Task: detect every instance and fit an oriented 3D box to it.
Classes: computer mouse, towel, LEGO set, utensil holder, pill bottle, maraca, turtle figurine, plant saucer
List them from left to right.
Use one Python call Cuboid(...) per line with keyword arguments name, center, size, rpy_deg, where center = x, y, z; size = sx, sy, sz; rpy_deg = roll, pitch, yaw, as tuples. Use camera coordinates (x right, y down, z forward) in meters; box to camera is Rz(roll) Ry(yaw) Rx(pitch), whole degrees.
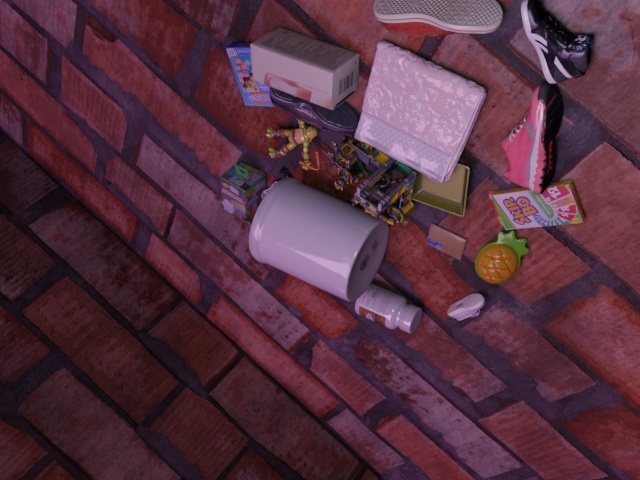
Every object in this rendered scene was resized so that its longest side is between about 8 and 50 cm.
Cuboid(name="computer mouse", center=(-0.158, -0.195, 2.446), size=(0.106, 0.042, 0.193), rpy_deg=(47, 138, -11))
Cuboid(name="turtle figurine", center=(-0.083, -0.359, 2.173), size=(0.217, 0.087, 0.270), rpy_deg=(-6, 103, 42))
Cuboid(name="utensil holder", center=(0.000, 0.000, 2.248), size=(0.385, 0.327, 0.328), rpy_deg=(26, 140, 22))
Cuboid(name="LEGO set", center=(0.135, -0.161, 2.010), size=(0.331, 0.192, 0.255), rpy_deg=(43, 158, 13))
Cuboid(name="pill bottle", center=(0.255, 0.256, 2.415), size=(0.229, 0.131, 0.131), rpy_deg=(22, 138, 27))
Cuboid(name="towel", center=(0.266, -0.356, 1.830), size=(0.331, 0.053, 0.317), rpy_deg=(31, 132, 18))
Cuboid(name="plant saucer", center=(0.364, -0.182, 1.955), size=(0.188, 0.045, 0.188), rpy_deg=(22, 139, 26))
Cuboid(name="maraca", center=(0.550, 0.052, 1.970), size=(0.127, 0.099, 0.186), rpy_deg=(32, 118, 0))

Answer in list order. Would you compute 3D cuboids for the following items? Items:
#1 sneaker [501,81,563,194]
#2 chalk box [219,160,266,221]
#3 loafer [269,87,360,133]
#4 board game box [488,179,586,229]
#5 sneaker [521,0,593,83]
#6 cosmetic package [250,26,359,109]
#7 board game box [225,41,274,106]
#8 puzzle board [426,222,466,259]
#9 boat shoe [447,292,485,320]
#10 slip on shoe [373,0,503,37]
Cuboid(name="sneaker", center=(0.529, -0.260, 1.664), size=(0.136, 0.116, 0.314), rpy_deg=(21, 138, 32))
Cuboid(name="chalk box", center=(-0.296, -0.208, 2.488), size=(0.132, 0.132, 0.213), rpy_deg=(30, 140, 20))
Cuboid(name="loafer", center=(-0.019, -0.411, 2.037), size=(0.302, 0.109, 0.095), rpy_deg=(25, 158, 1))
Cuboid(name="board game box", center=(0.599, -0.096, 1.827), size=(0.259, 0.039, 0.124), rpy_deg=(-4, 122, 49))
Cuboid(name="sneaker", center=(0.550, -0.469, 1.478), size=(0.121, 0.079, 0.217), rpy_deg=(-7, 129, 43))
Cuboid(name="cosmetic package", center=(-0.047, -0.515, 1.932), size=(0.296, 0.153, 0.129), rpy_deg=(27, 140, 24))
Cuboid(name="board game box", center=(-0.213, -0.548, 2.143), size=(0.160, 0.047, 0.210), rpy_deg=(12, 133, 36))
Cuboid(name="puzzle board", center=(0.412, 0.003, 2.120), size=(0.128, 0.011, 0.096), rpy_deg=(28, 142, 22))
Cuboid(name="boat shoe", center=(0.508, 0.235, 2.215), size=(0.063, 0.066, 0.184), rpy_deg=(35, 143, -11))
Cuboid(name="slip on shoe", center=(0.294, -0.560, 1.615), size=(0.331, 0.123, 0.101), rpy_deg=(13, 166, 29))
